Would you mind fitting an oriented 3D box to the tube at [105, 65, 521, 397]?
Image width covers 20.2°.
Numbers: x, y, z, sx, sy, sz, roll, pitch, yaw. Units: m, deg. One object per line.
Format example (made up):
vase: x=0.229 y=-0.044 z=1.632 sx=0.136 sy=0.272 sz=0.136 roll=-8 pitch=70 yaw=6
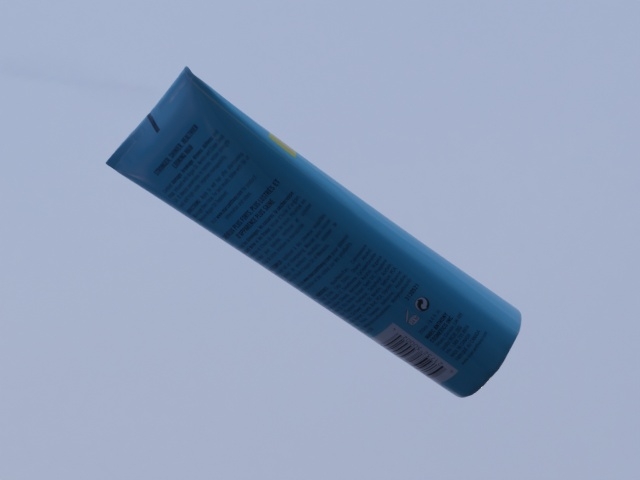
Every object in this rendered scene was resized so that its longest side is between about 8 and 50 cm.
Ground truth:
tube: x=0.000 y=0.000 z=0.864 sx=0.207 sy=0.052 sz=0.080 roll=34 pitch=-52 yaw=-12
